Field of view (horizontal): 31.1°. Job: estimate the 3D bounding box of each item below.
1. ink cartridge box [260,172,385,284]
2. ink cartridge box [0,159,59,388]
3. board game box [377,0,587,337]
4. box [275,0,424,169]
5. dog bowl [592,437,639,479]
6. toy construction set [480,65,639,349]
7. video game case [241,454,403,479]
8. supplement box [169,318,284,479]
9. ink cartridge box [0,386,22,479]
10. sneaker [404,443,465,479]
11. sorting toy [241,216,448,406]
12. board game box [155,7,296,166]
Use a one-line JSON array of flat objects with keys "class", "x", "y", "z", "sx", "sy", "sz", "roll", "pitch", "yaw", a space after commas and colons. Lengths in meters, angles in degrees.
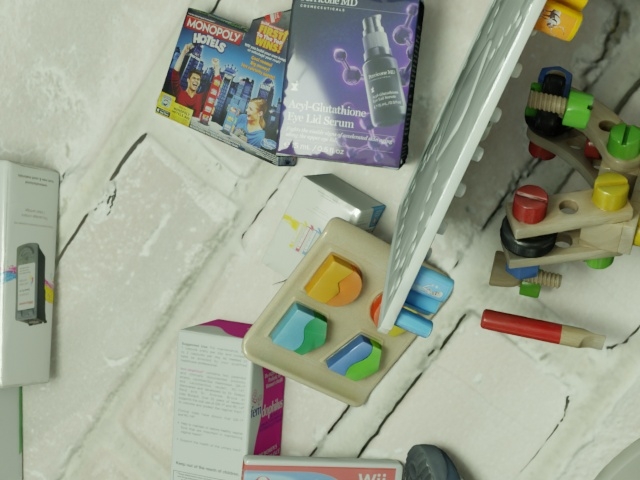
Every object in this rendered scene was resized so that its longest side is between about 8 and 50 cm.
[{"class": "ink cartridge box", "x": 0.000, "y": 0.000, "z": 1.438, "sx": 0.090, "sy": 0.092, "sz": 0.143, "roll": 31, "pitch": 107, "yaw": 17}, {"class": "ink cartridge box", "x": -0.496, "y": 0.046, "z": 1.613, "sx": 0.226, "sy": 0.131, "sz": 0.306, "roll": 1, "pitch": 88, "yaw": 22}, {"class": "board game box", "x": 0.168, "y": -0.135, "z": 1.184, "sx": 0.050, "sy": 0.390, "sz": 0.390, "roll": 22, "pitch": 112, "yaw": -1}, {"class": "box", "x": 0.037, "y": -0.196, "z": 1.380, "sx": 0.153, "sy": 0.108, "sz": 0.207, "roll": 6, "pitch": 98, "yaw": 7}, {"class": "dog bowl", "x": 0.431, "y": 0.339, "z": 1.182, "sx": 0.348, "sy": 0.102, "sz": 0.349, "roll": -2, "pitch": 115, "yaw": -5}, {"class": "toy construction set", "x": 0.318, "y": -0.024, "z": 1.247, "sx": 0.237, "sy": 0.257, "sz": 0.309, "roll": 12, "pitch": 113, "yaw": 8}, {"class": "video game case", "x": -0.010, "y": 0.414, "z": 1.453, "sx": 0.204, "sy": 0.025, "sz": 0.285, "roll": 4, "pitch": 97, "yaw": -12}, {"class": "supplement box", "x": -0.119, "y": 0.221, "z": 1.495, "sx": 0.114, "sy": 0.111, "sz": 0.220, "roll": 5, "pitch": 97, "yaw": 22}, {"class": "ink cartridge box", "x": -0.592, "y": 0.302, "z": 1.695, "sx": 0.289, "sy": 0.121, "sz": 0.211, "roll": 3, "pitch": 94, "yaw": 23}, {"class": "sneaker", "x": 0.209, "y": 0.384, "z": 1.389, "sx": 0.319, "sy": 0.131, "sz": 0.112, "roll": 67, "pitch": 156, "yaw": 20}, {"class": "sorting toy", "x": 0.035, "y": 0.095, "z": 1.399, "sx": 0.193, "sy": 0.038, "sz": 0.208, "roll": 27, "pitch": 107, "yaw": -26}, {"class": "board game box", "x": -0.093, "y": -0.219, "z": 1.477, "sx": 0.194, "sy": 0.060, "sz": 0.194, "roll": 25, "pitch": 102, "yaw": 19}]
